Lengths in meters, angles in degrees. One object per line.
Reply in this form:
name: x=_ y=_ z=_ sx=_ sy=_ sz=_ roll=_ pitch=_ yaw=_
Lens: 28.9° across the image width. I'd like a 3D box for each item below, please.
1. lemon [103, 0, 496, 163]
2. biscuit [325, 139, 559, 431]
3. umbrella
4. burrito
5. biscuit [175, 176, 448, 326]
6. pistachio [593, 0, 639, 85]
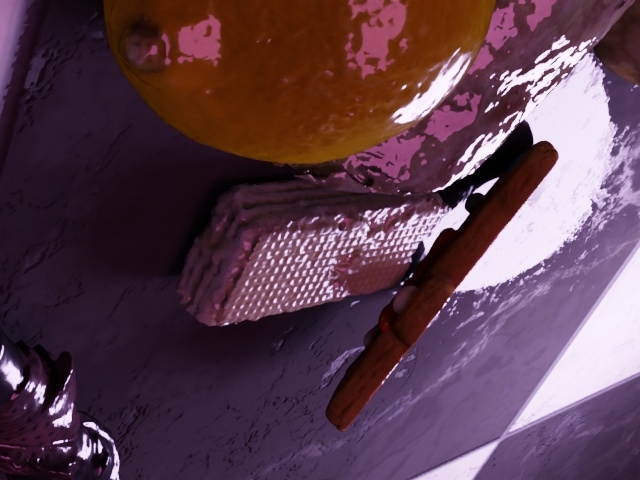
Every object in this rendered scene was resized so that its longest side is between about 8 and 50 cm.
lemon: x=-0.009 y=-0.133 z=0.648 sx=0.244 sy=0.187 sz=0.186 roll=-23 pitch=147 yaw=-34
biscuit: x=0.103 y=0.039 z=1.127 sx=0.324 sy=0.049 sz=0.205 roll=-55 pitch=174 yaw=11
umbrella: x=-0.205 y=0.130 z=0.877 sx=0.090 sy=0.094 sz=0.326 roll=5 pitch=151 yaw=7
burrito: x=0.105 y=-0.137 z=0.816 sx=0.348 sy=0.107 sz=0.175 roll=-42 pitch=135 yaw=0
biscuit: x=0.000 y=0.000 z=0.980 sx=0.239 sy=0.062 sz=0.108 roll=-10 pitch=139 yaw=-46
pistachio: x=0.292 y=-0.185 z=1.056 sx=0.108 sy=0.126 sz=0.185 roll=-6 pitch=172 yaw=28
